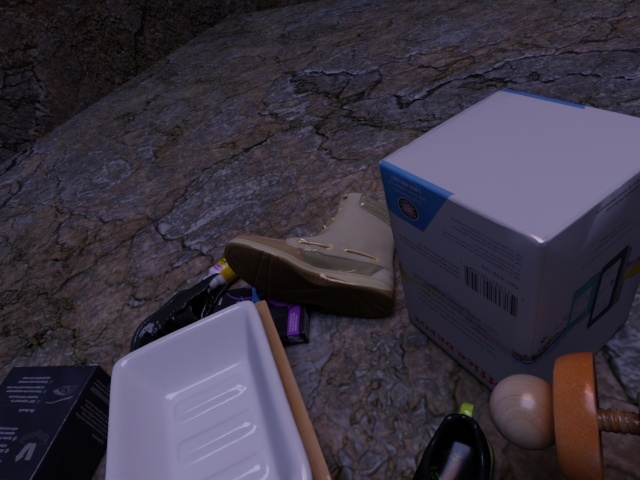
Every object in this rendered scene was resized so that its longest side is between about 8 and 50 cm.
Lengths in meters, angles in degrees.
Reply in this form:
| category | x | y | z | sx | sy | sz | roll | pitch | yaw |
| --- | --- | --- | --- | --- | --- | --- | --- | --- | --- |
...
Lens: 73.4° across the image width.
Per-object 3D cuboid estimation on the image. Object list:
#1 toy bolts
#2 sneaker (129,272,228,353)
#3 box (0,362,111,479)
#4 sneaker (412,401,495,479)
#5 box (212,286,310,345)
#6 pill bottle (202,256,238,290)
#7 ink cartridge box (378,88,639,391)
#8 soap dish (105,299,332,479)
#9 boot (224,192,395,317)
| category | x | y | z | sx | sy | sz | roll | pitch | yaw |
| --- | --- | --- | --- | --- | --- | --- | --- | --- | --- |
| toy bolts | 0.246 | 0.214 | 0.365 | 0.158 | 0.218 | 0.229 | -8 | 72 | 34 |
| sneaker | -0.229 | 0.123 | 0.698 | 0.089 | 0.051 | 0.170 | -8 | 36 | 46 |
| box | -0.382 | 0.263 | 0.589 | 0.155 | 0.093 | 0.158 | -6 | 41 | 16 |
| sneaker | 0.101 | 0.260 | 0.391 | 0.084 | 0.097 | 0.235 | 6 | 46 | 28 |
| box | -0.097 | 0.119 | 0.685 | 0.161 | 0.029 | 0.116 | -12 | 40 | 11 |
| pill bottle | -0.171 | 0.055 | 0.775 | 0.083 | 0.043 | 0.043 | -41 | 44 | -24 |
| ink cartridge box | 0.219 | 0.010 | 0.490 | 0.197 | 0.270 | 0.198 | -32 | 41 | -17 |
| soap dish | -0.125 | 0.229 | 0.503 | 0.228 | 0.118 | 0.291 | -25 | 40 | -6 |
| boot | 0.000 | 0.000 | 0.691 | 0.261 | 0.095 | 0.204 | 14 | 46 | 6 |
